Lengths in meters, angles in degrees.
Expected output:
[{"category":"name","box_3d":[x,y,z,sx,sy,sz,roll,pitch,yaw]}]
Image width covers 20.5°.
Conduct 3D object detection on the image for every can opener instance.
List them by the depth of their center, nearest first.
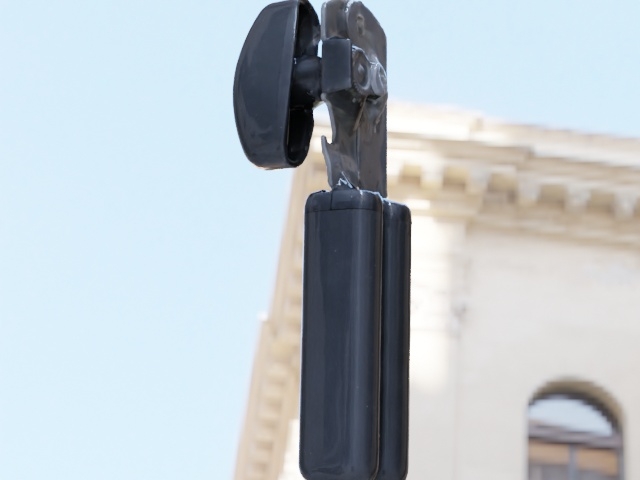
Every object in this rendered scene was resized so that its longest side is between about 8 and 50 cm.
[{"category":"can opener","box_3d":[0.000,0.000,1.000,0.095,0.283,0.076,-4,-11,28]}]
